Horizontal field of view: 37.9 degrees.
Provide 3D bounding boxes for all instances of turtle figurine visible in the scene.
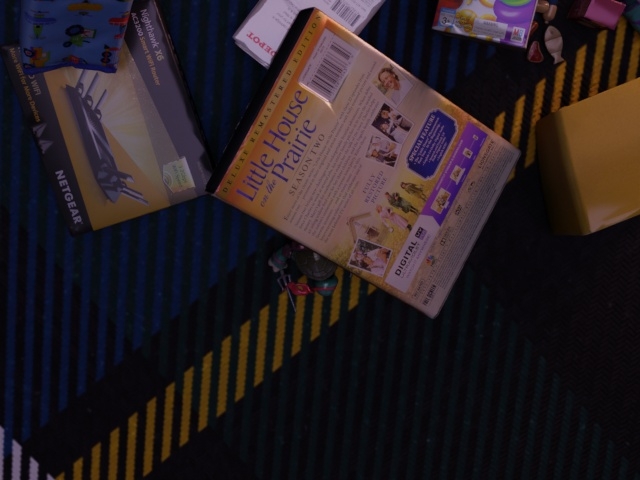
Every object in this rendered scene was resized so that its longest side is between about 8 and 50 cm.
[{"bbox_3d":[0.000,0.000,1.481,0.175,0.118,0.234,-7,97,-2],"label":"turtle figurine"}]

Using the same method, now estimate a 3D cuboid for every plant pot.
[{"bbox_3d":[0.445,-0.133,1.439,0.212,0.212,0.187,-22,91,1],"label":"plant pot"}]

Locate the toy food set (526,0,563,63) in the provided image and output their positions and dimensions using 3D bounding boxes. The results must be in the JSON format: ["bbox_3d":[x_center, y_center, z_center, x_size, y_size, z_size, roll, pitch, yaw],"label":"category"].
[{"bbox_3d":[0.339,-0.336,1.474,0.078,0.019,0.122,-12,107,-1],"label":"toy food set"}]

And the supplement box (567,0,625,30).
[{"bbox_3d":[0.426,-0.354,1.442,0.055,0.083,0.043,22,100,-7],"label":"supplement box"}]

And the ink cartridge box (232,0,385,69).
[{"bbox_3d":[-0.017,-0.340,1.413,0.148,0.086,0.203,38,98,-12],"label":"ink cartridge box"}]

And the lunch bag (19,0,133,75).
[{"bbox_3d":[-0.350,-0.409,1.263,0.138,0.221,0.293,-5,65,-24],"label":"lunch bag"}]

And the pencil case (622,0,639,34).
[{"bbox_3d":[0.544,-0.333,1.464,0.151,0.064,0.070,43,121,-12],"label":"pencil case"}]

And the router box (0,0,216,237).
[{"bbox_3d":[-0.316,-0.188,1.430,0.243,0.081,0.309,-18,103,0],"label":"router box"}]

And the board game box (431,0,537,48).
[{"bbox_3d":[0.267,-0.430,1.371,0.142,0.144,0.275,14,101,9],"label":"board game box"}]

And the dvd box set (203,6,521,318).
[{"bbox_3d":[0.075,-0.105,1.400,0.420,0.062,0.307,29,86,-25],"label":"dvd box set"}]
